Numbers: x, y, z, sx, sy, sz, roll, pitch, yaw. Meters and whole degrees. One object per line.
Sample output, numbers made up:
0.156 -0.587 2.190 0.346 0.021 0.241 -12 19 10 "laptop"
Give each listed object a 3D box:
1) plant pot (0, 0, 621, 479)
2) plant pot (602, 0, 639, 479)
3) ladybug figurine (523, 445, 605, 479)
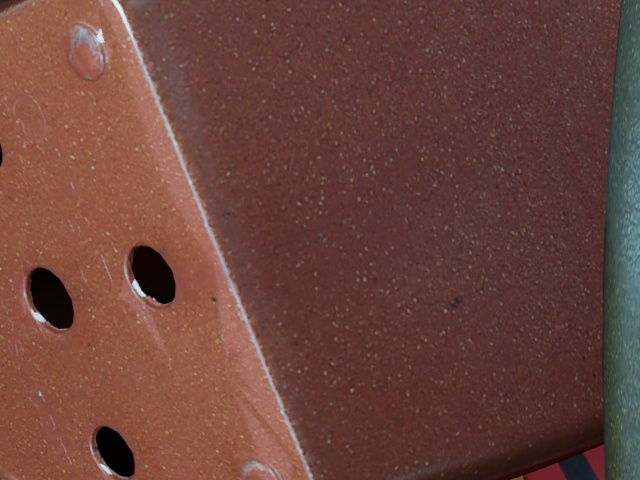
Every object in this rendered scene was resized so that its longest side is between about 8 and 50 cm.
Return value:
-0.019 -0.021 0.537 0.267 0.236 0.267 -13 102 45 "plant pot"
0.157 -0.035 0.325 0.215 0.215 0.230 -1 101 66 "plant pot"
0.205 0.085 0.831 0.449 0.162 0.305 61 159 -2 "ladybug figurine"
